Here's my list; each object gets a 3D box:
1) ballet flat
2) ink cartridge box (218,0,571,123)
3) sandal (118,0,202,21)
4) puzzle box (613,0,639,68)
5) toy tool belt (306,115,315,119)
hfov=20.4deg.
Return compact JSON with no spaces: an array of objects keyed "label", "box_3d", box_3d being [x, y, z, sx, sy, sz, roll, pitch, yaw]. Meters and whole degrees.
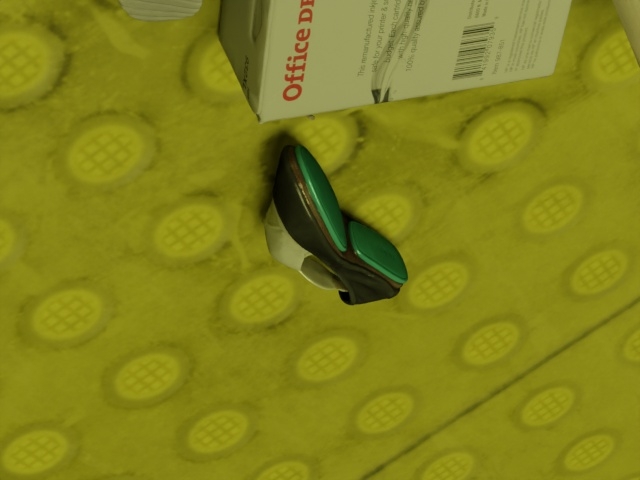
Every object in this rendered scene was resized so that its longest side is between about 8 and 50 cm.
[{"label":"ballet flat","box_3d":[0.000,0.000,1.895,0.096,0.095,0.280,-24,142,16]},{"label":"ink cartridge box","box_3d":[0.074,-0.250,1.632,0.307,0.129,0.223,-11,138,-19]},{"label":"sandal","box_3d":[-0.155,-0.277,1.533,0.102,0.076,0.265,-6,159,-2]},{"label":"puzzle box","box_3d":[0.347,-0.330,1.648,0.272,0.052,0.409,-57,143,-18]},{"label":"toy tool belt","box_3d":[-0.034,-0.153,1.739,0.052,0.051,0.083,-36,139,11]}]
